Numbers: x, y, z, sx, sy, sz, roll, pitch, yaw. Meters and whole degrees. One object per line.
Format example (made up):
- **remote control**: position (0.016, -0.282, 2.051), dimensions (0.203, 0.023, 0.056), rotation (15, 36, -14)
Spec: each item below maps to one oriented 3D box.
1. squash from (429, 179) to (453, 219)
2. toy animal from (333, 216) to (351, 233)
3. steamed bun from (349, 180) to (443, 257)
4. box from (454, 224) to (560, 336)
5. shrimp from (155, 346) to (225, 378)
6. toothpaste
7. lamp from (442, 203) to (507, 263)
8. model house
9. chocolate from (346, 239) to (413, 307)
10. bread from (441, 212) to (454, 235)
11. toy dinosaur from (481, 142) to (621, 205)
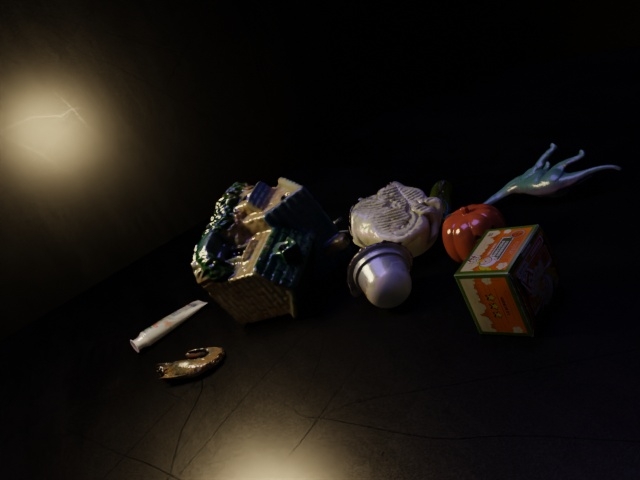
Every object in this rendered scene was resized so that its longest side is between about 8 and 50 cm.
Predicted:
- **squash**: position (0.431, -0.136, 2.047), dimensions (0.087, 0.087, 0.331), rotation (-19, 22, 22)
- **toy animal**: position (0.009, 0.000, 2.254), dimensions (0.255, 0.089, 0.170), rotation (-39, 17, -35)
- **steamed bun**: position (0.248, -0.033, 1.883), dimensions (0.280, 0.207, 0.268), rotation (28, 58, 35)
- **box**: position (0.439, 0.091, 1.319), dimensions (0.148, 0.177, 0.195), rotation (-5, 30, 46)
- **shrimp**: position (-0.423, 0.396, 1.879), dimensions (0.253, 0.058, 0.173), rotation (-12, 17, 30)
- **toothpaste**: position (-0.596, 0.328, 2.264), dimensions (0.323, 0.066, 0.100), rotation (-34, 20, -33)
- **lamp**: position (0.439, -0.027, 1.639), dimensions (0.188, 0.164, 0.187), rotation (-27, 18, 9)
- **model house**: position (-0.139, 0.016, 1.948), dimensions (0.400, 0.395, 0.445), rotation (-12, 36, 33)
- **chocolate**: position (0.179, 0.120, 1.631), dimensions (0.221, 0.221, 0.147), rotation (-23, 39, 13)
- **bread**: position (0.459, -0.055, 1.834), dimensions (0.156, 0.064, 0.117), rotation (-11, 21, 42)
- **toy dinosaur**: position (0.666, -0.145, 1.775), dimensions (0.331, 0.129, 0.383), rotation (-41, 22, -6)
